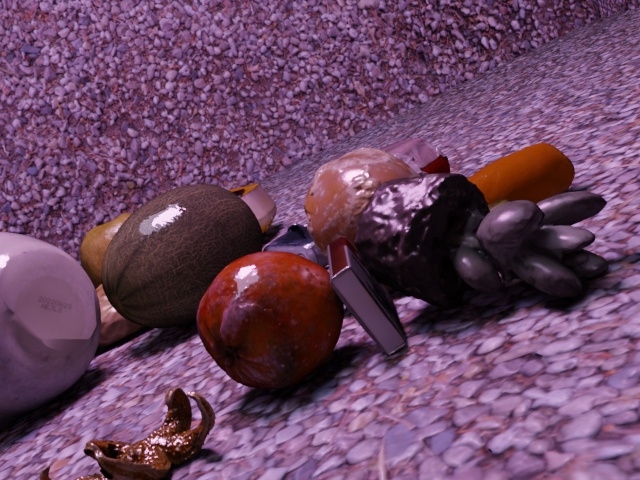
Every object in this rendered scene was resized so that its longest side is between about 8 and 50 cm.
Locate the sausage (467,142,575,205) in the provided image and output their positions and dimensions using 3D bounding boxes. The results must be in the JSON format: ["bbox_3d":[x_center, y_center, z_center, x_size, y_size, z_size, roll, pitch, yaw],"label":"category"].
[{"bbox_3d":[0.264,-0.067,1.203,0.238,0.098,0.098,-29,12,-14],"label":"sausage"}]

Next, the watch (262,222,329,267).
[{"bbox_3d":[0.000,0.000,1.543,0.193,0.068,0.206,-30,15,-39],"label":"watch"}]

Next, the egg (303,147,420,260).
[{"bbox_3d":[0.071,-0.043,1.246,0.195,0.194,0.233,-26,2,-5],"label":"egg"}]

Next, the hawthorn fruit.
[{"bbox_3d":[-0.056,0.090,0.989,0.173,0.172,0.173,-24,11,5],"label":"hawthorn fruit"}]

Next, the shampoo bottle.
[{"bbox_3d":[-0.551,0.144,1.403,0.317,0.322,0.322,-6,20,34],"label":"shampoo bottle"}]

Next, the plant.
[{"bbox_3d":[0.182,0.006,0.937,0.275,0.149,0.146,4,70,36],"label":"plant"}]

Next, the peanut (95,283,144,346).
[{"bbox_3d":[-0.410,0.132,1.694,0.197,0.110,0.233,-31,11,-5],"label":"peanut"}]

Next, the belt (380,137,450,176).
[{"bbox_3d":[0.143,-0.115,1.593,0.124,0.128,0.201,-34,16,-37],"label":"belt"}]

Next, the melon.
[{"bbox_3d":[-0.249,0.030,1.497,0.302,0.237,0.237,-37,15,-28],"label":"melon"}]

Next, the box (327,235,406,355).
[{"bbox_3d":[0.052,0.062,1.002,0.036,0.115,0.177,-37,9,6],"label":"box"}]

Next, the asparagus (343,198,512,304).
[{"bbox_3d":[0.140,0.021,1.117,0.343,0.082,0.085,-21,48,25],"label":"asparagus"}]

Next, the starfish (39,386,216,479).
[{"bbox_3d":[-0.204,0.228,0.890,0.190,0.074,0.146,-28,10,-17],"label":"starfish"}]

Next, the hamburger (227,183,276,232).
[{"bbox_3d":[-0.223,-0.042,2.018,0.227,0.151,0.295,-15,9,17],"label":"hamburger"}]

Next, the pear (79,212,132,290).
[{"bbox_3d":[-0.441,0.052,1.893,0.188,0.211,0.228,-40,16,-24],"label":"pear"}]
